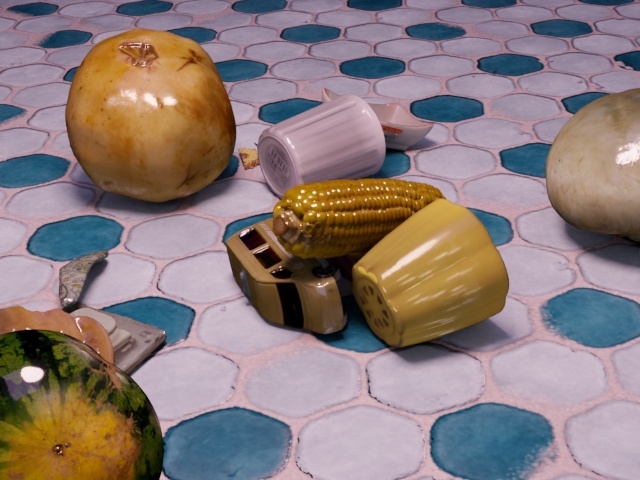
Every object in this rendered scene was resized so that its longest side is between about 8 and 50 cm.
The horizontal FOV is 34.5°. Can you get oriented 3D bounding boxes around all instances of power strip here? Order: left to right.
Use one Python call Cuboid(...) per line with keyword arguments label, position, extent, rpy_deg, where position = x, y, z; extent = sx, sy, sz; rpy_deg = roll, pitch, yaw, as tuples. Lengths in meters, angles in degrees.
Cuboid(label="power strip", position=(-0.360, 0.149, 1.499), extent=(0.198, 0.064, 0.213), rpy_deg=(13, 32, 24))

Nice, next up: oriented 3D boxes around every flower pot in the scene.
Cuboid(label="flower pot", position=(0.153, 0.061, 1.526), extent=(0.179, 0.195, 0.195), rpy_deg=(-28, 37, -20))

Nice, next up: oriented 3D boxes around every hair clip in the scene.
Cuboid(label="hair clip", position=(-0.389, 0.051, 1.666), extent=(0.066, 0.036, 0.229), rpy_deg=(-10, 18, 2))

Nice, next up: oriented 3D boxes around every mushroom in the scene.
Cuboid(label="mushroom", position=(0.555, -0.122, 1.756), extent=(0.352, 0.260, 0.352), rpy_deg=(-8, 26, 4))

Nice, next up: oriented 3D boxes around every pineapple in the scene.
Cuboid(label="pineapple", position=(-0.143, -0.171, 2.120), extent=(0.045, 0.019, 0.083), rpy_deg=(-14, 31, -10))

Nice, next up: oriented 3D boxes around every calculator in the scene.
Cuboid(label="calculator", position=(0.000, 0.000, 1.709), extent=(0.034, 0.126, 0.190), rpy_deg=(-42, 34, -1))

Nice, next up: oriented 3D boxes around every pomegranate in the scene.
Cuboid(label="pomegranate", position=(-0.320, -0.231, 1.947), extent=(0.332, 0.332, 0.332), rpy_deg=(-1, 29, 1))

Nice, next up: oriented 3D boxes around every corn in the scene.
Cuboid(label="corn", position=(0.065, -0.038, 1.589), extent=(0.120, 0.120, 0.363), rpy_deg=(24, 20, 38))

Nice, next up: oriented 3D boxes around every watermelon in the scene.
Cuboid(label="watermelon", position=(-0.310, 0.234, 1.151), extent=(0.269, 0.269, 0.269), rpy_deg=(-1, 29, 1))

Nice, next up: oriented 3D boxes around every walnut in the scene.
Cuboid(label="walnut", position=(-0.398, 0.174, 1.345), extent=(0.238, 0.141, 0.204), rpy_deg=(-11, 45, 13))

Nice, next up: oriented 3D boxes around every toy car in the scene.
Cuboid(label="toy car", position=(-0.056, 0.062, 1.608), extent=(0.124, 0.101, 0.257), rpy_deg=(-20, 31, -16))

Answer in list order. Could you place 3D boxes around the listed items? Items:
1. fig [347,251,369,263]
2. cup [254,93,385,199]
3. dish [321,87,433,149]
Cuboid(label="fig", position=(0.068, -0.014, 1.762), extent=(0.093, 0.093, 0.166), rpy_deg=(-11, 24, -17))
Cuboid(label="cup", position=(-0.010, -0.161, 1.994), extent=(0.202, 0.221, 0.167), rpy_deg=(-24, 70, -30))
Cuboid(label="dish", position=(0.110, -0.244, 2.136), extent=(0.212, 0.077, 0.151), rpy_deg=(6, 22, -33))
